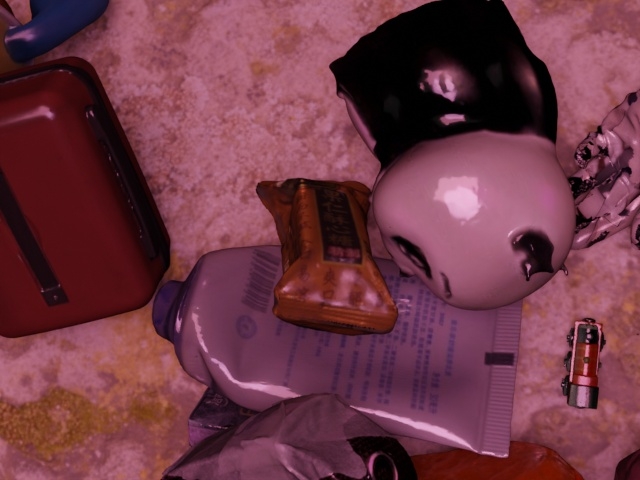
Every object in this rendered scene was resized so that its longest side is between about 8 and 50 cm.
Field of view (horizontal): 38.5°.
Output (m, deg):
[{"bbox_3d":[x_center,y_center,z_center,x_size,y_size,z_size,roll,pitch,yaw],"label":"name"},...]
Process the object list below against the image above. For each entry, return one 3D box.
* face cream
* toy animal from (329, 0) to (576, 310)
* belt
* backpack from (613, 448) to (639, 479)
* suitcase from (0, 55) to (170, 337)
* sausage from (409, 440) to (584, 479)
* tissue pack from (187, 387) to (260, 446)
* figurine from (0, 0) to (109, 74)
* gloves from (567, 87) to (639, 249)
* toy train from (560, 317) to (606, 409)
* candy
[{"bbox_3d":[0.014,0.103,1.049,0.420,0.137,0.235,7,57,10],"label":"face cream"},{"bbox_3d":[0.153,-0.080,0.982,0.251,0.251,0.310,-24,77,8],"label":"toy animal"},{"bbox_3d":[-0.038,0.264,0.929,0.289,0.164,0.184,-30,84,35],"label":"belt"},{"bbox_3d":[0.356,0.354,0.909,0.283,0.197,0.317,18,73,-23],"label":"backpack"},{"bbox_3d":[-0.320,-0.046,1.058,0.236,0.161,0.297,-14,119,9],"label":"suitcase"},{"bbox_3d":[0.156,0.306,0.985,0.268,0.153,0.141,-15,107,9],"label":"sausage"},{"bbox_3d":[-0.063,0.207,1.061,0.156,0.112,0.051,6,113,12],"label":"tissue pack"},{"bbox_3d":[-0.478,-0.251,1.150,0.416,0.298,0.243,-9,48,8],"label":"figurine"},{"bbox_3d":[0.347,-0.077,1.024,0.127,0.111,0.212,37,120,8],"label":"gloves"},{"bbox_3d":[0.294,0.137,1.023,0.044,0.064,0.103,7,85,13],"label":"toy train"},{"bbox_3d":[0.000,0.000,1.010,0.143,0.271,0.101,8,124,-10],"label":"candy"}]
